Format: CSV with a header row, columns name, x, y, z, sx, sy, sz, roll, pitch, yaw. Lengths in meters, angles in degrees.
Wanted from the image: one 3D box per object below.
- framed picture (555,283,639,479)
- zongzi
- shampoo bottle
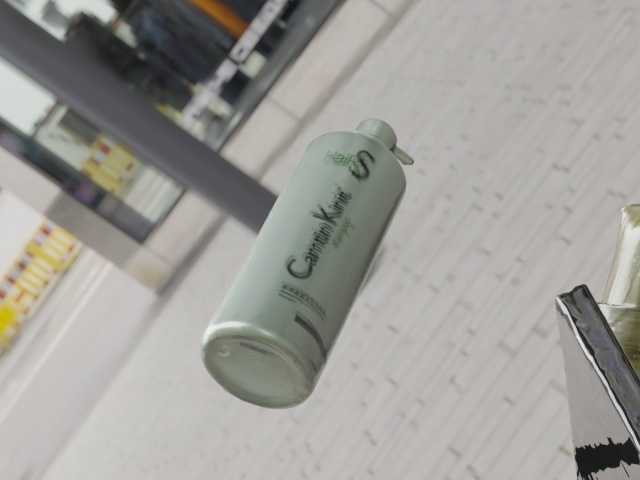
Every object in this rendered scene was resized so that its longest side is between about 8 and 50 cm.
name,x,y,z,sx,sy,sz,roll,pitch,yaw
framed picture,0.151,0.210,0.452,0.014,0.255,0.338,-19,47,-3
zongzi,0.383,0.089,1.434,0.112,0.242,0.221,-127,51,-69
shampoo bottle,0.000,0.000,1.058,0.085,0.085,0.262,-44,14,48
